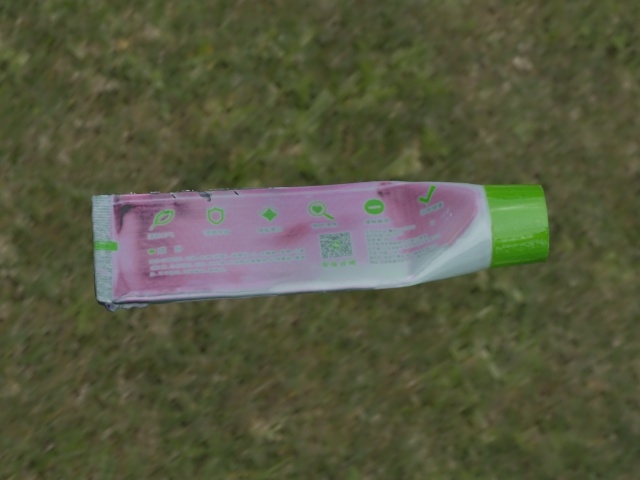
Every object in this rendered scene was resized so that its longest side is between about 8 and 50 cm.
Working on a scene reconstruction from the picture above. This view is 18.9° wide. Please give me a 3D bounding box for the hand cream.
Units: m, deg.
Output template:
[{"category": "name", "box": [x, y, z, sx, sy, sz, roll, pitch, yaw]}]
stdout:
[{"category": "hand cream", "box": [0.000, -0.001, 1.163, 0.275, 0.050, 0.079, -4, 25, -4]}]
